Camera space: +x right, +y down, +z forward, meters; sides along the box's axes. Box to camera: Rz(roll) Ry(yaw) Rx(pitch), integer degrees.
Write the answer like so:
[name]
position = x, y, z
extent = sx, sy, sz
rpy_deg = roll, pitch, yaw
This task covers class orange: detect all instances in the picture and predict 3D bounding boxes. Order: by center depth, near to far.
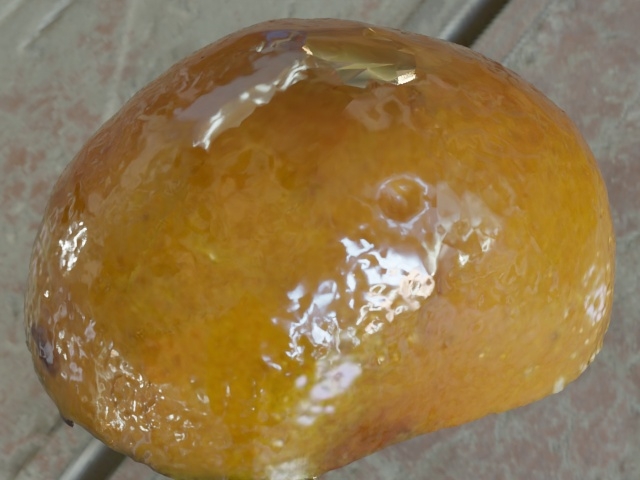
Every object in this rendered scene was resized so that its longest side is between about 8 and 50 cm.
[orange]
position = 0.000, 0.001, 0.636
extent = 0.310, 0.274, 0.274
rpy_deg = -31, 56, 2
